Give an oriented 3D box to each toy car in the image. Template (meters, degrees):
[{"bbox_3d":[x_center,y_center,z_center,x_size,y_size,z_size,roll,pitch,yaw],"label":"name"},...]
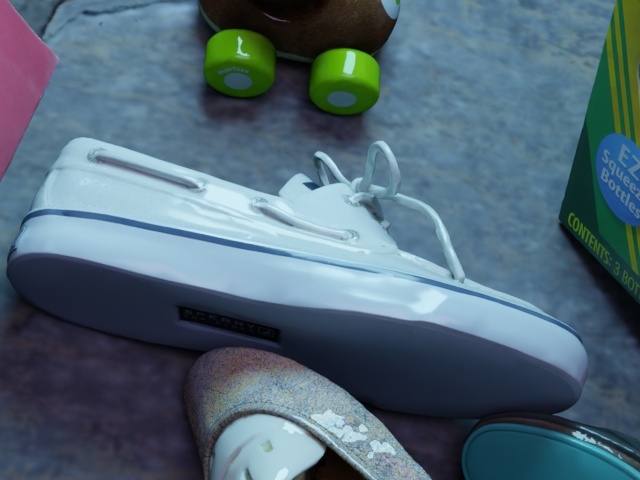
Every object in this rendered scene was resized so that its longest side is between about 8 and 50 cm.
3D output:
[{"bbox_3d":[-0.001,-0.203,0.898,0.149,0.188,0.155,8,64,-10],"label":"toy car"}]

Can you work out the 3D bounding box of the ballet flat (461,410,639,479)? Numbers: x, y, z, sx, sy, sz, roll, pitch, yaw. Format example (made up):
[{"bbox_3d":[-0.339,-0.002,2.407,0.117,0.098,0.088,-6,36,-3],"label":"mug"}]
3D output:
[{"bbox_3d":[0.222,0.179,0.801,0.280,0.095,0.096,24,18,30],"label":"ballet flat"}]

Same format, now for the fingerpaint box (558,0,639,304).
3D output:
[{"bbox_3d":[0.353,-0.022,0.730,0.163,0.371,0.445,-21,52,-22],"label":"fingerpaint box"}]

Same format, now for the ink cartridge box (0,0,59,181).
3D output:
[{"bbox_3d":[-0.347,0.013,0.657,0.279,0.160,0.384,3,59,27],"label":"ink cartridge box"}]

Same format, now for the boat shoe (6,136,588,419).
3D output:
[{"bbox_3d":[-0.002,0.004,0.846,0.367,0.136,0.156,12,60,2],"label":"boat shoe"}]

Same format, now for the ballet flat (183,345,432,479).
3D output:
[{"bbox_3d":[0.016,0.162,0.727,0.316,0.107,0.106,32,24,27],"label":"ballet flat"}]
